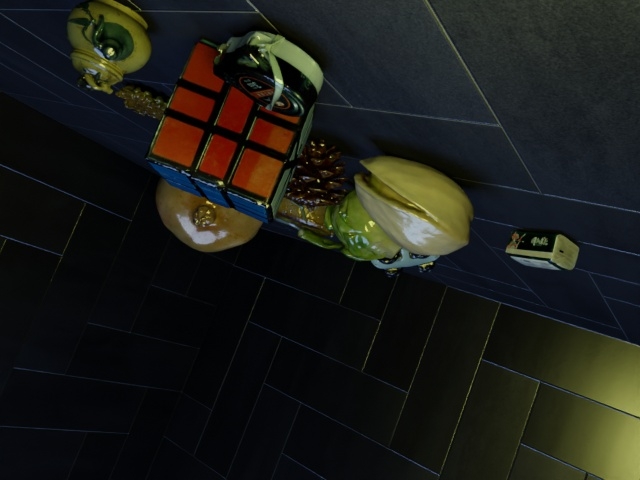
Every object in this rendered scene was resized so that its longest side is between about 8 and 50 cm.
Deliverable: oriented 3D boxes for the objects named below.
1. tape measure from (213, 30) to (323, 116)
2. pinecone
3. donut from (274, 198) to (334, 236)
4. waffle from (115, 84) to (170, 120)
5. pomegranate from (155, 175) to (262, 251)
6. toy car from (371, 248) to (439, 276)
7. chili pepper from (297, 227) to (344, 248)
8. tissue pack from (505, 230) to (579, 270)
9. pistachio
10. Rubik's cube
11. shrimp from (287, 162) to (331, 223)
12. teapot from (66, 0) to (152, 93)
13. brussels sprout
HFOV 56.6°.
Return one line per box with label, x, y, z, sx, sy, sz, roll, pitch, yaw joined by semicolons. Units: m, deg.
tape measure;-0.087;-0.310;1.104;0.181;0.107;0.182;30;170;-33
pinecone;-0.020;-0.176;1.594;0.207;0.208;0.208;21;173;3
donut;-0.073;-0.115;2.406;0.329;0.160;0.330;21;-179;-1
waffle;-0.517;-0.417;1.859;0.228;0.051;0.231;28;170;-40
pomegranate;-0.383;-0.146;2.108;0.411;0.412;0.411;21;173;3
toy car;0.291;0.009;2.053;0.255;0.190;0.188;-12;157;11
chili pepper;0.000;0.000;2.396;0.201;0.050;0.052;20;-153;-23
tissue pack;0.613;0.028;1.647;0.103;0.091;0.170;25;174;-27
pistachio;0.223;-0.088;1.452;0.331;0.208;0.226;36;-165;-1
Rubik's cube;-0.185;-0.225;1.325;0.283;0.294;0.288;24;175;0
shrimp;-0.074;-0.188;1.893;0.221;0.166;0.410;20;162;31
teapot;-0.458;-0.398;1.253;0.173;0.183;0.269;25;174;-31
brussels sprout;0.147;-0.053;1.881;0.294;0.227;0.259;33;169;6
